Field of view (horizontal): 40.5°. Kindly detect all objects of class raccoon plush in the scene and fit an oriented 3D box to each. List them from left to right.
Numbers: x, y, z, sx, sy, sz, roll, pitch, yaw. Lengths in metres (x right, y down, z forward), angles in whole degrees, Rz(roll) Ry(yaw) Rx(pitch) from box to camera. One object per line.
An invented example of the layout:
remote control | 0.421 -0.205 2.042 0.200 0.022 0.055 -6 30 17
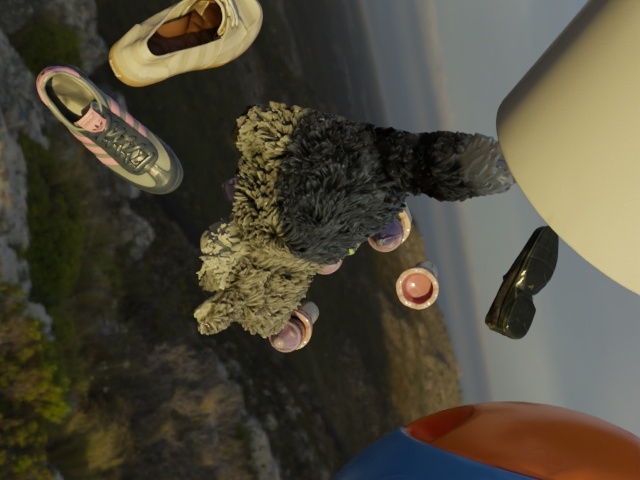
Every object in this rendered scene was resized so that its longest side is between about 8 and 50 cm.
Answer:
raccoon plush | 0.002 0.001 1.053 0.446 0.216 0.299 10 -94 56

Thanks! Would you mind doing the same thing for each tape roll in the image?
tape roll | 0.285 -0.091 0.676 0.169 0.246 0.246 -52 -152 38

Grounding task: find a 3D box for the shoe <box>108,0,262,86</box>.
shoe | -0.129 -0.224 0.935 0.219 0.058 0.076 -39 97 -42

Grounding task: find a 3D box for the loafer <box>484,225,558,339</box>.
loafer | 0.280 0.053 1.220 0.062 0.061 0.170 34 78 -32

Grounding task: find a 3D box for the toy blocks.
toy blocks | 0.000 0.000 1.336 0.260 0.289 0.308 -38 107 -73

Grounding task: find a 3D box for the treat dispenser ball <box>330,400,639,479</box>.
treat dispenser ball | 0.113 0.238 0.504 0.288 0.288 0.288 -10 90 -82

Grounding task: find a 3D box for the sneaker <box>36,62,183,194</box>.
sneaker | -0.389 -0.194 1.578 0.319 0.112 0.131 40 4 -9
